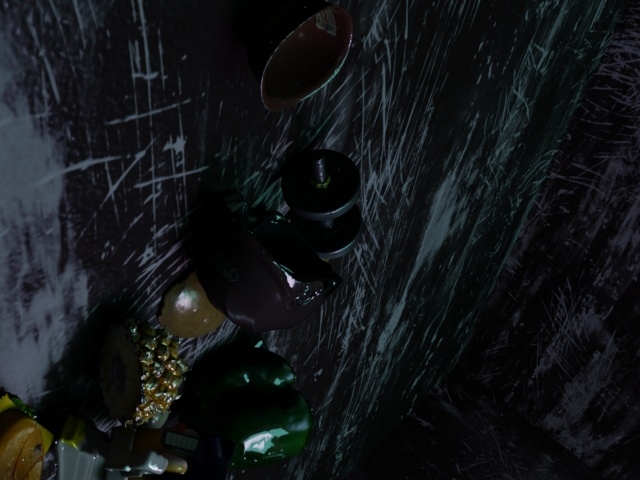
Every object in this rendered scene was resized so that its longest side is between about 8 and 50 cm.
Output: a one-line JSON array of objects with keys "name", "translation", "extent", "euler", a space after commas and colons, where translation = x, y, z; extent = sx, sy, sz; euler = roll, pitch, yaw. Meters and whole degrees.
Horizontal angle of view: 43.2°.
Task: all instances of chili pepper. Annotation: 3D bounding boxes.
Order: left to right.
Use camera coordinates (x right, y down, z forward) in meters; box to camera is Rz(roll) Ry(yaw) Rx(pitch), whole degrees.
[{"name": "chili pepper", "translation": [-0.160, 0.366, 1.694], "extent": [0.256, 0.249, 0.233], "euler": [2, 133, -45]}]

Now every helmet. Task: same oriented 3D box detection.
[{"name": "helmet", "translation": [-0.113, 0.055, 1.363], "extent": [0.177, 0.225, 0.305], "euler": [-47, 153, 13]}, {"name": "helmet", "translation": [-0.049, -0.275, 1.137], "extent": [0.175, 0.106, 0.155], "euler": [-52, 156, 4]}]

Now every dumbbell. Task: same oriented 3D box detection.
[{"name": "dumbbell", "translation": [0.006, -0.065, 1.501], "extent": [0.143, 0.143, 0.325], "euler": [-45, 156, -18]}]

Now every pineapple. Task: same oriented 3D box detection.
[{"name": "pineapple", "translation": [-0.269, 0.211, 1.317], "extent": [0.136, 0.161, 0.176], "euler": [-1, 84, -39]}]

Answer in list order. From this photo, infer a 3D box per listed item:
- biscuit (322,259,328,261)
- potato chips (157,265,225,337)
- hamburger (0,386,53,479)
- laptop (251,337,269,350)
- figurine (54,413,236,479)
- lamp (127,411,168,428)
[{"name": "biscuit", "translation": [0.000, 0.000, 1.720], "extent": [0.183, 0.039, 0.174], "euler": [-47, 158, -15]}, {"name": "potato chips", "translation": [-0.216, 0.118, 1.468], "extent": [0.150, 0.049, 0.202], "euler": [-53, 152, -13]}, {"name": "hamburger", "translation": [-0.471, 0.317, 1.077], "extent": [0.243, 0.138, 0.262], "euler": [87, 16, -57]}, {"name": "laptop", "translation": [-0.187, 0.318, 1.852], "extent": [0.197, 0.016, 0.135], "euler": [-46, 155, -17]}, {"name": "figurine", "translation": [-0.291, 0.372, 1.354], "extent": [0.308, 0.308, 0.143], "euler": [8, 96, -65]}, {"name": "lamp", "translation": [-0.329, 0.279, 1.450], "extent": [0.091, 0.091, 0.163], "euler": [-40, 141, -27]}]
